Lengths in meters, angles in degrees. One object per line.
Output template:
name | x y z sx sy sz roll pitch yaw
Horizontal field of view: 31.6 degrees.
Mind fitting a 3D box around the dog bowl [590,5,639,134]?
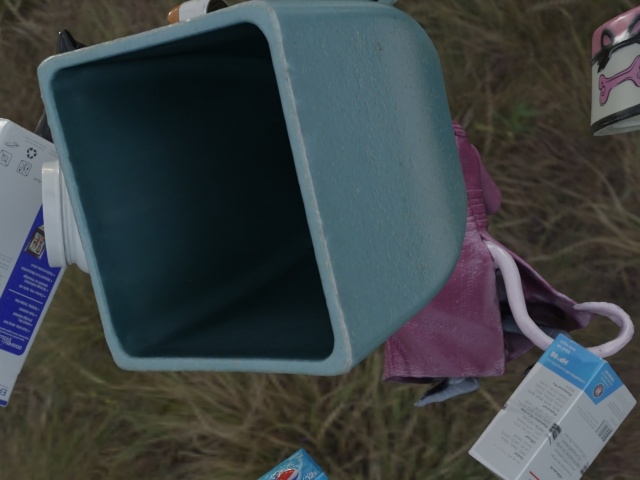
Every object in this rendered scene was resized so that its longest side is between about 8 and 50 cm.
dog bowl | 0.574 -0.274 1.623 0.408 0.408 0.150 -14 88 28

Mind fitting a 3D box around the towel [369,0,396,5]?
towel | 0.100 -0.369 1.462 0.090 0.374 0.320 39 67 -6

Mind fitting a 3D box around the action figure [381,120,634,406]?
action figure | 0.133 -0.014 1.250 0.276 0.248 0.370 -23 79 56

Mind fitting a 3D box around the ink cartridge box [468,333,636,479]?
ink cartridge box | 0.210 0.190 1.067 0.180 0.104 0.060 -51 48 -6

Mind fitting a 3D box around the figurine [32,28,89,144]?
figurine | -0.313 -0.189 1.690 0.215 0.092 0.209 16 111 -8

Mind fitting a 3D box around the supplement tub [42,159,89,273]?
supplement tub | -0.214 -0.036 1.305 0.200 0.144 0.144 -4 75 -9

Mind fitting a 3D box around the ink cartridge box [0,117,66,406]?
ink cartridge box | -0.408 0.028 1.426 0.065 0.165 0.332 11 75 45

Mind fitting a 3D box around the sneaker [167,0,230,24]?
sneaker | -0.176 -0.337 2.081 0.123 0.290 0.106 1 54 33

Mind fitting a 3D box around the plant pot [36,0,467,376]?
plant pot | -0.019 -0.055 0.877 0.248 0.252 0.247 -4 102 41

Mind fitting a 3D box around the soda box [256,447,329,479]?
soda box | 0.009 0.350 1.334 0.071 0.210 0.067 -35 28 -11
